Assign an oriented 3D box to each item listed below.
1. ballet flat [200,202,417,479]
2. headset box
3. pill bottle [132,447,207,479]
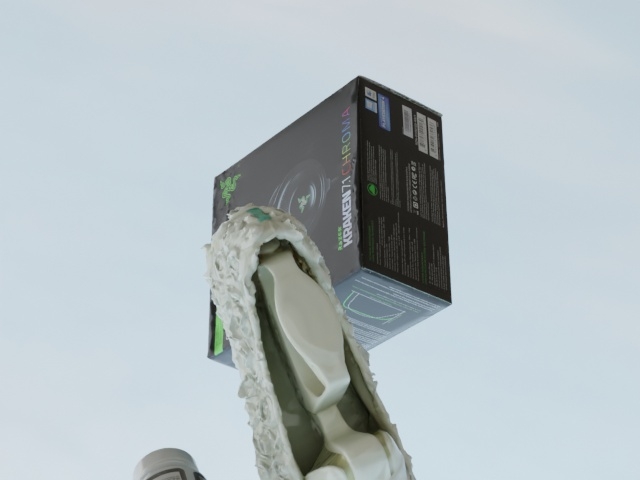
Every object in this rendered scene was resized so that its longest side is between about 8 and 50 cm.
[{"bbox_3d":[0.000,0.159,1.681,0.147,0.409,0.147,-23,-177,1],"label":"ballet flat"},{"bbox_3d":[0.000,0.000,1.993,0.131,0.283,0.246,23,-127,-33],"label":"headset box"},{"bbox_3d":[-0.135,0.263,1.717,0.078,0.078,0.137,14,-154,-24],"label":"pill bottle"}]
